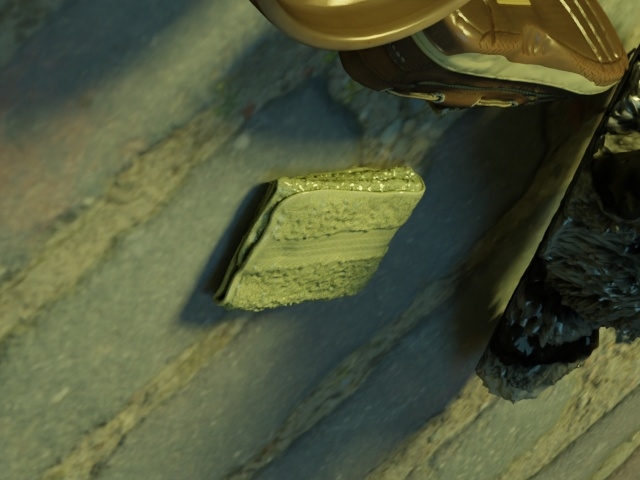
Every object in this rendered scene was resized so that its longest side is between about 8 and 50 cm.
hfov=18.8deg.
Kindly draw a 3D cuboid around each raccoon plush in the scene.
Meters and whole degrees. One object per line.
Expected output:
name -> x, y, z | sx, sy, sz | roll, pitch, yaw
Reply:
raccoon plush -> 0.317, 0.015, 1.381 | 0.216, 0.299, 0.446 | -62, 175, -26

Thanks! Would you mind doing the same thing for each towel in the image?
towel -> 0.000, 0.000, 1.267 | 0.148, 0.027, 0.110 | -6, 134, -48

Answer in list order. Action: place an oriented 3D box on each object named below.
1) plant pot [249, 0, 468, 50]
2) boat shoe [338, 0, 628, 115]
plant pot -> 0.028, -0.219, 0.944 | 0.237, 0.110, 0.237 | -32, 149, -23
boat shoe -> 0.097, -0.122, 1.194 | 0.095, 0.095, 0.257 | -32, 160, 29
